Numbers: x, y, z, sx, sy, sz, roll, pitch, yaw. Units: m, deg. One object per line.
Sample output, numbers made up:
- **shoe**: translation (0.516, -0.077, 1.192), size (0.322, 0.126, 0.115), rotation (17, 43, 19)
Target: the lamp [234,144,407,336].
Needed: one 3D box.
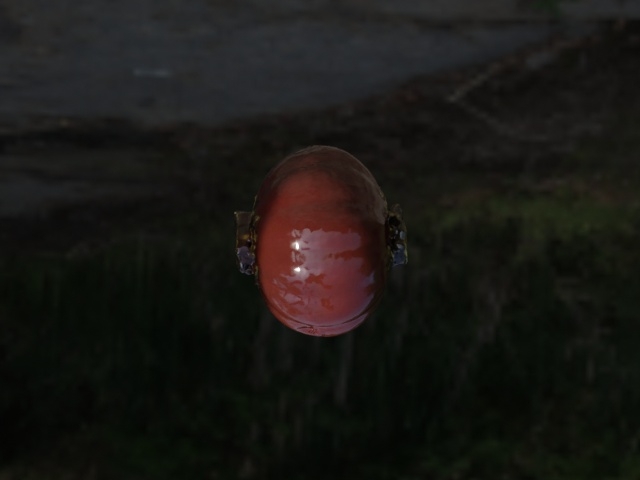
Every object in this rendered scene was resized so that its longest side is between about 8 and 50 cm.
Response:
- **lamp**: translation (0.000, 0.000, 0.921), size (0.090, 0.101, 0.101), rotation (-4, 174, -4)
